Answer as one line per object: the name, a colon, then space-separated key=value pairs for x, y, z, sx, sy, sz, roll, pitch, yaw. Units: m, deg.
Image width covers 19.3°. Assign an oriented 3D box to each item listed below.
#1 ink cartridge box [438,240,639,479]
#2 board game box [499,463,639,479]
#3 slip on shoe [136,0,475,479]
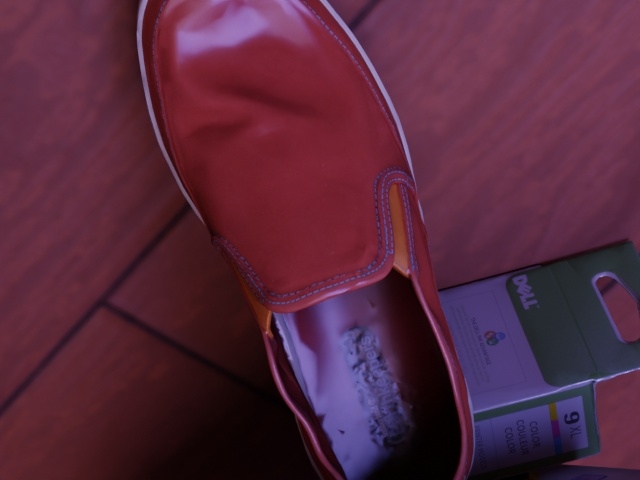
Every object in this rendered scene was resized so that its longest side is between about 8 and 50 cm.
ink cartridge box: x=0.099 y=0.080 z=1.096 sx=0.209 sy=0.109 sz=0.062 roll=-15 pitch=128 yaw=-1
board game box: x=0.058 y=0.185 z=1.015 sx=0.242 sy=0.316 sz=0.064 roll=-16 pitch=93 yaw=-26
slip on shoe: x=0.000 y=0.000 z=0.965 sx=0.123 sy=0.101 sz=0.331 roll=-20 pitch=99 yaw=-1
